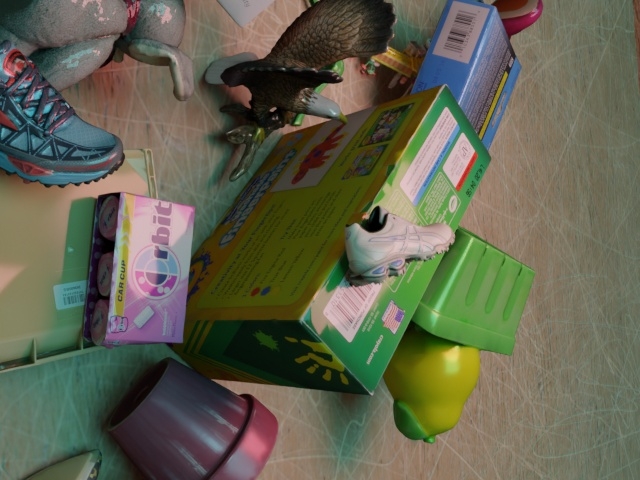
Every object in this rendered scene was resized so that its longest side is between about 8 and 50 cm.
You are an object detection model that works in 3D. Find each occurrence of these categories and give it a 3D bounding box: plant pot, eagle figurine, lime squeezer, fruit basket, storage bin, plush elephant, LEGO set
[{"bbox_3d":[-0.191,0.272,0.976,0.180,0.201,0.201,45,56,-15],"label":"plant pot"},{"bbox_3d":[-0.040,-0.252,1.052,0.225,0.298,0.226,1,64,-22],"label":"eagle figurine"},{"bbox_3d":[-0.009,-0.366,1.303,0.110,0.059,0.310,-1,89,-15],"label":"lime squeezer"},{"bbox_3d":[0.192,0.150,1.240,0.392,0.283,0.392,-26,134,-30],"label":"fruit basket"},{"bbox_3d":[-0.343,0.014,0.882,0.262,0.123,0.260,-9,93,-45],"label":"storage bin"},{"bbox_3d":[-0.291,-0.296,0.876,0.255,0.330,0.271,14,69,-62],"label":"plush elephant"},{"bbox_3d":[0.158,-0.358,1.450,0.287,0.107,0.132,-9,59,-40],"label":"LEGO set"}]

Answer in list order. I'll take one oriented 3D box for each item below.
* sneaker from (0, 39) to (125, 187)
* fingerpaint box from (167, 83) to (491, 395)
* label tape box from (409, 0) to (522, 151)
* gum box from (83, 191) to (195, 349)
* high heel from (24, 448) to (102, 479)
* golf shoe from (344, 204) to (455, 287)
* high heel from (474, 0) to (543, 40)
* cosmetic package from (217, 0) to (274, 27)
[{"bbox_3d":[-0.338,-0.148,0.749,0.262,0.125,0.104,19,34,-13],"label":"sneaker"},{"bbox_3d":[0.000,0.000,1.047,0.163,0.371,0.444,50,54,-27],"label":"fingerpaint box"},{"bbox_3d":[0.307,-0.322,1.444,0.334,0.106,0.240,15,97,-66],"label":"label tape box"},{"bbox_3d":[-0.226,0.042,0.864,0.107,0.062,0.188,11,79,-44],"label":"gum box"},{"bbox_3d":[-0.358,0.411,0.885,0.261,0.093,0.186,-48,139,-47],"label":"high heel"},{"bbox_3d":[0.099,-0.008,0.846,0.176,0.069,0.086,-22,94,-43],"label":"golf shoe"},{"bbox_3d":[0.423,-0.458,1.538,0.127,0.377,0.181,-34,110,6],"label":"high heel"},{"bbox_3d":[-0.136,-0.472,0.952,0.217,0.156,0.385,47,15,-31],"label":"cosmetic package"}]
